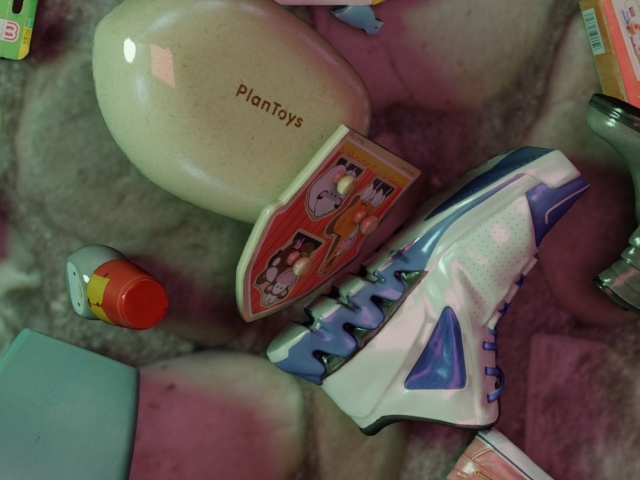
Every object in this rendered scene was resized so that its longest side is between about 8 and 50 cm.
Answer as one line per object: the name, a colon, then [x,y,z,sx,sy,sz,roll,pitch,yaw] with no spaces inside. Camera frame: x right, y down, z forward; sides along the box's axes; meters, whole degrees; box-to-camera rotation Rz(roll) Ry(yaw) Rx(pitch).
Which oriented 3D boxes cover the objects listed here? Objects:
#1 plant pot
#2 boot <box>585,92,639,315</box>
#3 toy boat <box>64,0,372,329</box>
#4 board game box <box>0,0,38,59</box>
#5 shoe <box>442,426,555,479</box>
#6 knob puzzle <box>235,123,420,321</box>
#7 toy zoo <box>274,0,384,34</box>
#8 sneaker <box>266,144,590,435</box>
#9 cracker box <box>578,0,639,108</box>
plant pot: [-0.246,0.203,1.442,0.165,0.166,0.234,21,79,-9]
boot: [0.299,-0.013,1.529,0.246,0.083,0.161,32,101,-27]
toy boat: [-0.117,-0.067,1.468,0.267,0.148,0.318,33,82,-27]
board game box: [-0.373,-0.239,1.474,0.259,0.039,0.124,11,89,-7]
shoe: [0.194,0.256,1.565,0.178,0.063,0.081,41,85,-2]
knob puzzle: [0.000,0.000,1.471,0.213,0.213,0.030,-44,66,-7]
toy zoo: [0.028,-0.326,1.502,0.192,0.030,0.293,-14,114,-13]
sneaker: [0.126,0.067,1.528,0.315,0.127,0.182,-39,100,-1]
cracker box: [0.376,-0.184,1.589,0.232,0.067,0.156,-16,94,-8]
